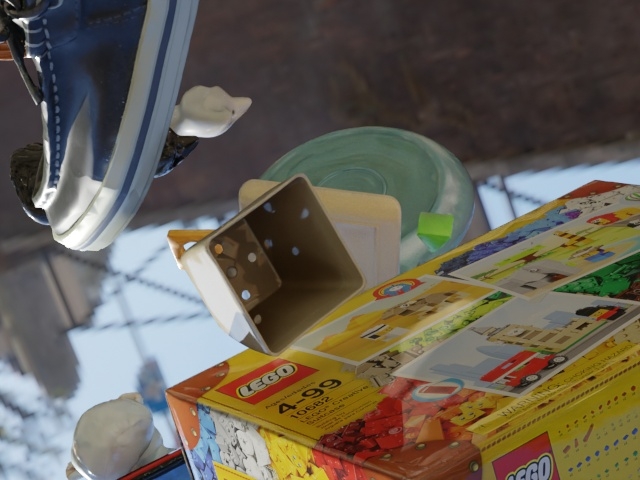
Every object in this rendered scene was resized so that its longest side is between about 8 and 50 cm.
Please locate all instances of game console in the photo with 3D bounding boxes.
[{"bbox_3d":[-0.177,0.296,2.170,0.144,0.085,0.124,-28,178,9],"label":"game console"}]

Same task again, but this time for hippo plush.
[{"bbox_3d":[-0.199,0.290,2.426,0.234,0.236,0.294,-44,164,-6],"label":"hippo plush"}]

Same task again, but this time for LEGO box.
[{"bbox_3d":[0.188,0.137,1.543,0.500,0.193,0.372,-25,-161,-28],"label":"LEGO box"}]

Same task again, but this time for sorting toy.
[{"bbox_3d":[0.000,0.000,2.091,0.348,0.196,0.047,7,-128,5],"label":"sorting toy"}]

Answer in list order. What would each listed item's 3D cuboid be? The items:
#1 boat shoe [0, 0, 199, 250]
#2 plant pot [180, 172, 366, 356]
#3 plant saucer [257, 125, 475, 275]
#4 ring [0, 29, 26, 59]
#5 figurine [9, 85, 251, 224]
[{"bbox_3d":[-0.142,-0.187,1.132,0.156,0.500,0.186,11,-130,-5],"label":"boat shoe"},{"bbox_3d":[-0.049,0.022,1.490,0.109,0.109,0.096,-37,-166,-27],"label":"plant pot"},{"bbox_3d":[0.039,-0.047,2.373,0.318,0.043,0.317,-9,-136,9],"label":"plant saucer"},{"bbox_3d":[-0.395,-0.381,2.196,0.337,0.336,0.032,-10,-174,35],"label":"ring"},{"bbox_3d":[-0.199,-0.106,2.033,0.209,0.092,0.215,-13,-164,31],"label":"figurine"}]
